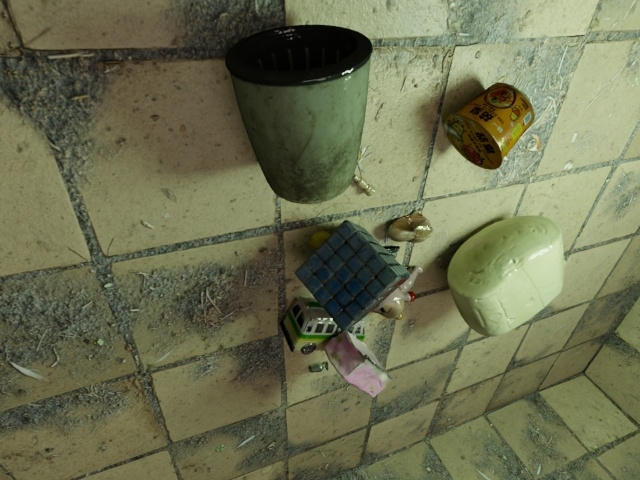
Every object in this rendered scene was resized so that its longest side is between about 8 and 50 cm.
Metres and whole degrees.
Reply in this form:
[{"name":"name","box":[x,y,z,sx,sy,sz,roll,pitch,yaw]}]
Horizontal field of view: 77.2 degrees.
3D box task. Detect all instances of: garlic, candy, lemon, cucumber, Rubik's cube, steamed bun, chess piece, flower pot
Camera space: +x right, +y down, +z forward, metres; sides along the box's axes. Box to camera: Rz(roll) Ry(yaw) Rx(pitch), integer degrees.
[{"name":"garlic","box":[0.314,-0.041,1.394,0.175,0.099,0.124,-1,144,-22]},{"name":"candy","box":[0.140,0.440,1.433,0.116,0.155,0.265,-44,134,0]},{"name":"lemon","box":[0.000,0.000,1.277,0.084,0.062,0.062,-18,132,4]},{"name":"cucumber","box":[0.203,0.047,1.428,0.182,0.053,0.053,-5,127,-22]},{"name":"Rubik's cube","box":[0.103,0.102,1.243,0.237,0.237,0.238,-44,165,12]},{"name":"steamed bun","box":[0.715,0.120,1.590,0.456,0.290,0.371,-35,128,-2]},{"name":"chess piece","box":[0.128,-0.173,1.229,0.035,0.035,0.092,-47,128,12]},{"name":"flower pot","box":[-0.037,-0.274,0.910,0.294,0.293,0.330,-18,138,-14]}]

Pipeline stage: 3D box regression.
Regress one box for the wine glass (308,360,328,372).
[{"name":"wine glass","box":[-0.008,0.541,1.713,0.084,0.038,0.042,-2,128,-21]}]

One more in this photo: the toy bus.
[{"name":"toy bus","box":[0.029,0.306,1.476,0.306,0.143,0.178,10,119,-32]}]

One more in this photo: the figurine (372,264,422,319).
[{"name":"figurine","box":[0.281,0.202,1.511,0.288,0.186,0.176,-12,160,-40]}]

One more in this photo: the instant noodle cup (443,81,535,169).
[{"name":"instant noodle cup","box":[0.502,-0.342,1.182,0.172,0.216,0.215,-44,133,-3]}]
